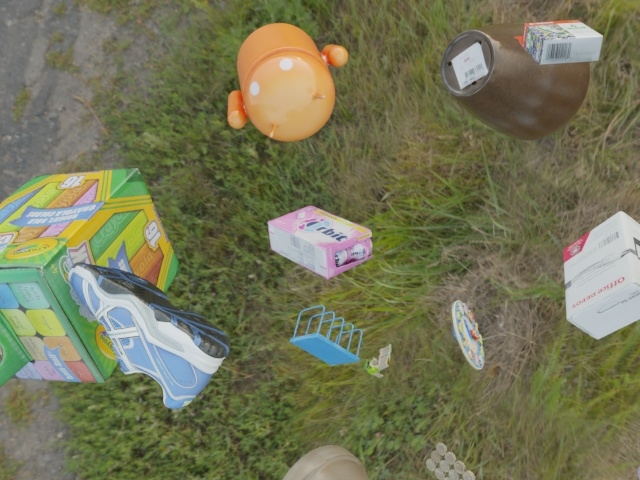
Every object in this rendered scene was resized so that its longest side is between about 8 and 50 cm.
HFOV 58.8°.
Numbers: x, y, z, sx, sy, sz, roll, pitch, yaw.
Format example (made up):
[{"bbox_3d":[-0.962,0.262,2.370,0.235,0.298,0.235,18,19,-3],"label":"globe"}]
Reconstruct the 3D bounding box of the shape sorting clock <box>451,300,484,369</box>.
[{"bbox_3d":[0.434,0.274,1.657,0.040,0.206,0.206,-25,73,23],"label":"shape sorting clock"}]

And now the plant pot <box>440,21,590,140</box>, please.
[{"bbox_3d":[0.326,-0.296,1.015,0.215,0.230,0.216,4,95,47],"label":"plant pot"}]

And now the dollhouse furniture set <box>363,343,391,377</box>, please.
[{"bbox_3d":[0.207,0.411,1.895,0.058,0.151,0.076,30,51,-14],"label":"dollhouse furniture set"}]

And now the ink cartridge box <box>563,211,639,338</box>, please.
[{"bbox_3d":[0.408,0.049,0.803,0.063,0.151,0.109,33,133,-11],"label":"ink cartridge box"}]

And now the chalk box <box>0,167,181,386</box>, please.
[{"bbox_3d":[-0.335,0.058,0.713,0.179,0.180,0.289,-2,36,16],"label":"chalk box"}]

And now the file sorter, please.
[{"bbox_3d":[0.023,0.274,1.639,0.118,0.170,0.105,-20,44,45],"label":"file sorter"}]

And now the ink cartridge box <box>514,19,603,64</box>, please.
[{"bbox_3d":[0.267,-0.232,0.648,0.062,0.115,0.029,-3,124,4],"label":"ink cartridge box"}]

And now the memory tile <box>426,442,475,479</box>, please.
[{"bbox_3d":[0.391,0.694,1.716,0.148,0.012,0.113,42,125,36],"label":"memory tile"}]

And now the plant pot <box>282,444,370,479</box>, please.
[{"bbox_3d":[0.067,0.788,1.584,0.280,0.323,0.324,21,88,50],"label":"plant pot"}]

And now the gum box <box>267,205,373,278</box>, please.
[{"bbox_3d":[0.000,0.000,1.057,0.188,0.107,0.062,25,128,47],"label":"gum box"}]

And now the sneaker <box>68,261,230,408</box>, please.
[{"bbox_3d":[-0.190,0.087,0.574,0.211,0.080,0.081,29,95,29],"label":"sneaker"}]

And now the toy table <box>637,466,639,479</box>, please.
[{"bbox_3d":[0.655,0.566,1.066,0.160,0.274,0.252,-23,115,-5],"label":"toy table"}]

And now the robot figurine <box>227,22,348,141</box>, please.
[{"bbox_3d":[-0.049,-0.223,0.795,0.157,0.128,0.220,1,38,-15],"label":"robot figurine"}]
